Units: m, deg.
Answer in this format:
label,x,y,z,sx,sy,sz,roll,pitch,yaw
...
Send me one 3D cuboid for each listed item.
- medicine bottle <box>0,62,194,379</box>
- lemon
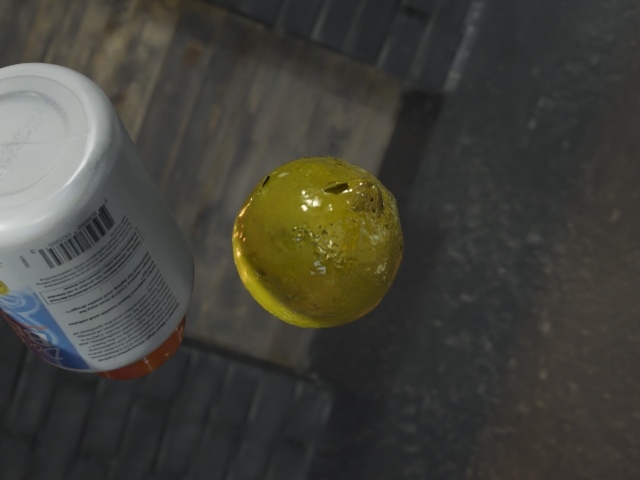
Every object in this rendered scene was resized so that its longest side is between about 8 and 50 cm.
label,x,y,z,sx,sy,sz,roll,pitch,yaw
medicine bottle,-0.191,0.003,1.372,0.288,0.157,0.157,67,-159,-56
lemon,0.000,0.000,1.783,0.206,0.173,0.173,124,152,-47
